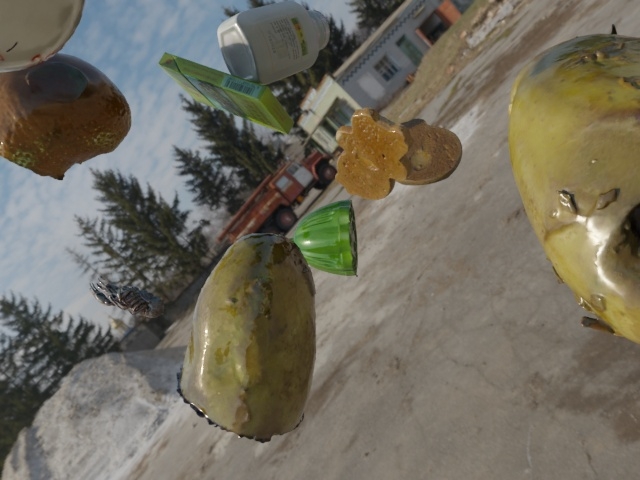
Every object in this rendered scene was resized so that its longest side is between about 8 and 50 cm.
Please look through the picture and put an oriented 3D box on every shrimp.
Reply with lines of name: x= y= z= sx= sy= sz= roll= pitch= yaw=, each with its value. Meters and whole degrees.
shrimp: x=-0.216 y=0.062 z=0.510 sx=0.038 sy=0.092 sz=0.029 roll=-11 pitch=-65 yaw=-71

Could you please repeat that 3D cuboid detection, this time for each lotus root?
lotus root: x=0.000 y=0.000 z=1.109 sx=0.186 sy=0.186 sz=0.186 roll=-46 pitch=7 yaw=8

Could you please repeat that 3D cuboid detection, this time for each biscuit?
biscuit: x=0.245 y=-0.208 z=1.149 sx=0.181 sy=0.208 sz=0.049 roll=-52 pitch=-34 yaw=-11
biscuit: x=0.084 y=-0.129 z=0.744 sx=0.027 sy=0.133 sz=0.184 roll=-54 pitch=-23 yaw=-31

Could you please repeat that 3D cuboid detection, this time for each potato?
potato: x=-0.094 y=0.120 z=0.714 sx=0.229 sy=0.229 sz=0.266 roll=-125 pitch=50 yaw=-82
potato: x=0.230 y=-0.058 z=0.349 sx=0.140 sy=0.173 sz=0.300 roll=116 pitch=167 yaw=-49

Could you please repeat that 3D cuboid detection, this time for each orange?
orange: x=-0.604 y=-0.305 z=1.055 sx=0.335 sy=0.262 sz=0.196 roll=-29 pitch=-22 yaw=-33

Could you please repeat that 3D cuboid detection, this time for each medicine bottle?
medicine bottle: x=-0.110 y=-0.533 z=1.252 sx=0.124 sy=0.179 sz=0.324 roll=0 pitch=30 yaw=45

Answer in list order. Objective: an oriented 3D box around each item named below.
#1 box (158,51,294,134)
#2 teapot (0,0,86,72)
box: x=-0.245 y=-0.385 z=1.229 sx=0.047 sy=0.335 sz=0.187 roll=-63 pitch=-21 yaw=-4
teapot: x=-0.212 y=-0.195 z=0.275 sx=0.116 sy=0.159 sz=0.245 roll=-16 pitch=62 yaw=34
